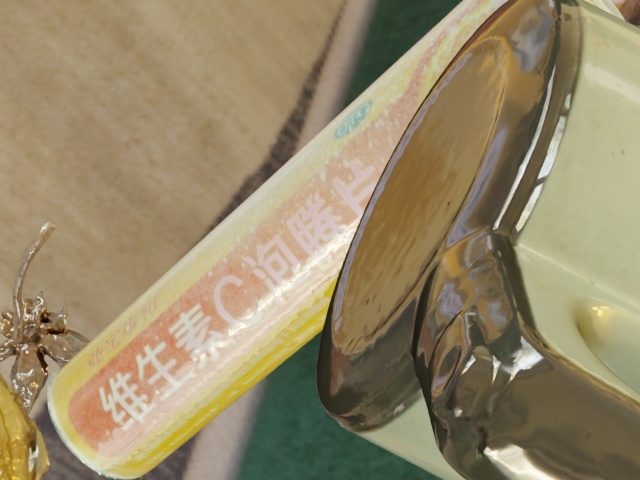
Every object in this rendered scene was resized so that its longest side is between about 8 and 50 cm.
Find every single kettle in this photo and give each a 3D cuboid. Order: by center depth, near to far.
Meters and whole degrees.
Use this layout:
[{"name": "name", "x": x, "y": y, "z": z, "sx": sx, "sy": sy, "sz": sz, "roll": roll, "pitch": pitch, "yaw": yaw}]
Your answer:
[{"name": "kettle", "x": 0.206, "y": 0.082, "z": 0.658, "sx": 0.377, "sy": 0.250, "sz": 0.361, "roll": 26, "pitch": 24, "yaw": -11}]

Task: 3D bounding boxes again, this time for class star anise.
[{"name": "star anise", "x": -0.293, "y": 0.094, "z": 1.619, "sx": 0.148, "sy": 0.227, "sz": 0.218, "roll": 8, "pitch": 87, "yaw": -8}]

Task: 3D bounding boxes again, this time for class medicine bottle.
[{"name": "medicine bottle", "x": 0.000, "y": 0.000, "z": 0.895, "sx": 0.108, "sy": 0.426, "sz": 0.108, "roll": 35, "pitch": 30, "yaw": -24}]

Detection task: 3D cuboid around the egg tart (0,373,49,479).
[{"name": "egg tart", "x": -0.345, "y": 0.153, "z": 1.086, "sx": 0.315, "sy": 0.120, "sz": 0.315, "roll": 13, "pitch": 58, "yaw": -21}]

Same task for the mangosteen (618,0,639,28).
[{"name": "mangosteen", "x": 0.418, "y": -0.161, "z": 1.448, "sx": 0.288, "sy": 0.288, "sz": 0.288, "roll": 15, "pitch": 71, "yaw": -51}]
